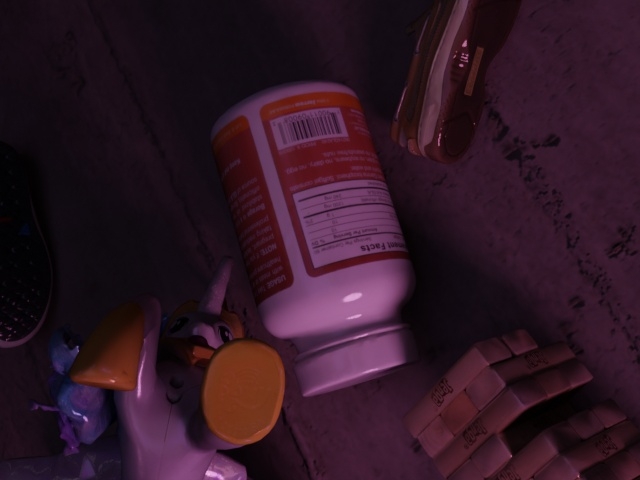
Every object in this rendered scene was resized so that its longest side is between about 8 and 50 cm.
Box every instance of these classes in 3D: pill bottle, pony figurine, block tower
[{"bbox_3d":[0.000,0.000,0.681,0.121,0.121,0.216,-22,76,25],"label":"pill bottle"},{"bbox_3d":[-0.107,0.187,0.611,0.303,0.363,0.351,12,91,-4],"label":"pony figurine"},{"bbox_3d":[0.196,0.209,0.552,0.335,0.091,0.097,54,130,25],"label":"block tower"}]

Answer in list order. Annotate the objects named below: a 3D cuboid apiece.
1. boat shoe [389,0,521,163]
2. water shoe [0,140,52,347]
[{"bbox_3d":[0.095,-0.157,0.679,0.072,0.068,0.190,25,98,39],"label":"boat shoe"},{"bbox_3d":[-0.312,0.005,0.887,0.080,0.073,0.203,-19,76,53],"label":"water shoe"}]
